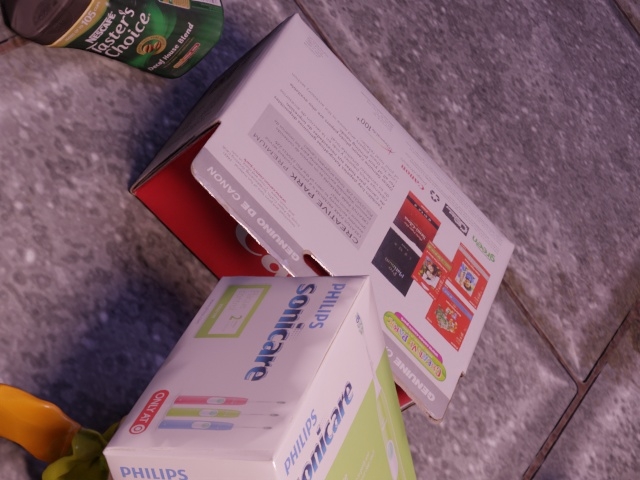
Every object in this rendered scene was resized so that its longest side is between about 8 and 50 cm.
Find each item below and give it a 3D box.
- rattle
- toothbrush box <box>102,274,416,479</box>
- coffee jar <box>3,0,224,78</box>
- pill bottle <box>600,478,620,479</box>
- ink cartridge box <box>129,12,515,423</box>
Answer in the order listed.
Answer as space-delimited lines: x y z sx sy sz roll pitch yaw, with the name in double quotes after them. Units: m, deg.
-0.181 0.204 0.974 0.142 0.130 0.200 22 72 -24 "rattle"
-0.020 0.195 1.016 0.206 0.122 0.283 -59 143 -53 "toothbrush box"
-0.179 -0.203 1.288 0.184 0.096 0.079 10 52 -45 "coffee jar"
0.326 0.358 1.369 0.278 0.162 0.162 44 36 -15 "pill bottle"
0.000 0.000 1.303 0.309 0.130 0.272 46 37 -13 "ink cartridge box"
